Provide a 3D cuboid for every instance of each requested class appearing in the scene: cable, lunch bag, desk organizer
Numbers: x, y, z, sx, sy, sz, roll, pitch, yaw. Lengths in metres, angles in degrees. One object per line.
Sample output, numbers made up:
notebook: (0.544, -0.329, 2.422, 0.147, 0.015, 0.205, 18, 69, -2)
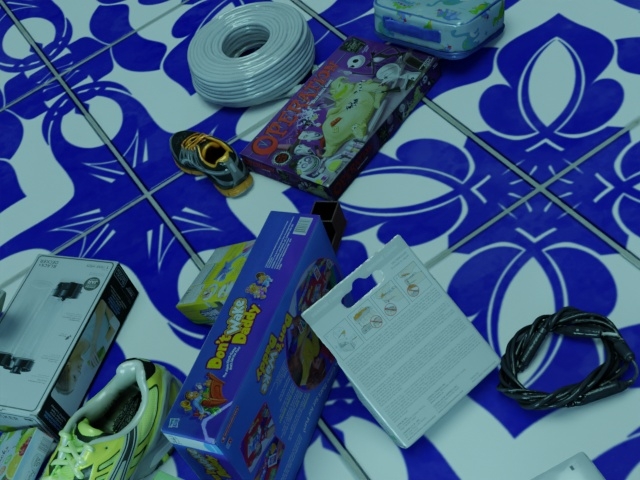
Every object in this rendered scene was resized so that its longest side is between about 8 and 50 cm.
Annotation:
cable: (0.318, 0.157, 1.261, 0.184, 0.047, 0.150, -20, 47, 3)
lunch bag: (0.216, -0.416, 1.749, 0.219, 0.090, 0.176, 23, 46, 32)
desk organizer: (0.000, 0.000, 1.509, 0.047, 0.050, 0.130, 3, 52, 22)
cable: (-0.138, -0.366, 1.851, 0.257, 0.089, 0.257, -18, 47, 4)

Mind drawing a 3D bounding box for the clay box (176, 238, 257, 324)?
clay box: (-0.116, 0.060, 1.432, 0.222, 0.053, 0.127, -10, 41, 51)

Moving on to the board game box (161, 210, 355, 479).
board game box: (-0.063, 0.167, 1.261, 0.078, 0.233, 0.347, 7, 53, 25)

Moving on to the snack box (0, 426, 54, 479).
snack box: (-0.452, 0.343, 1.357, 0.100, 0.037, 0.141, -19, 40, 40)

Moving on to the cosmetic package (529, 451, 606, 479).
cosmetic package: (0.223, 0.374, 0.984, 0.224, 0.224, 0.138, -28, 49, -5)

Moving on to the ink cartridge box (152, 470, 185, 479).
ink cartridge box: (-0.201, 0.470, 1.062, 0.119, 0.207, 0.353, 15, 56, 28)

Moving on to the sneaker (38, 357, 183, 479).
sneaker: (-0.331, 0.321, 1.282, 0.145, 0.147, 0.384, 16, 59, 28)

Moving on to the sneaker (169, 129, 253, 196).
sneaker: (-0.204, -0.158, 1.699, 0.215, 0.083, 0.084, 30, 67, 38)

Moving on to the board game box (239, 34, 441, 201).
board game box: (0.040, -0.229, 1.699, 0.208, 0.056, 0.347, 20, 59, 36)

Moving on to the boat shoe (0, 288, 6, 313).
boat shoe: (-0.558, 0.123, 1.493, 0.081, 0.227, 0.079, 29, 52, -11)

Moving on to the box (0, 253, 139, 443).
box: (-0.430, 0.164, 1.494, 0.169, 0.087, 0.290, 4, 51, 22)

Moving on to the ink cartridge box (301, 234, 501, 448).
ink cartridge box: (0.106, 0.135, 1.267, 0.181, 0.056, 0.224, -39, 87, -15)
